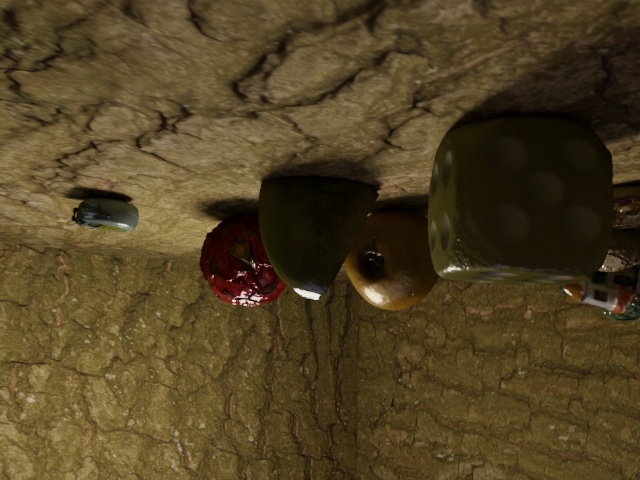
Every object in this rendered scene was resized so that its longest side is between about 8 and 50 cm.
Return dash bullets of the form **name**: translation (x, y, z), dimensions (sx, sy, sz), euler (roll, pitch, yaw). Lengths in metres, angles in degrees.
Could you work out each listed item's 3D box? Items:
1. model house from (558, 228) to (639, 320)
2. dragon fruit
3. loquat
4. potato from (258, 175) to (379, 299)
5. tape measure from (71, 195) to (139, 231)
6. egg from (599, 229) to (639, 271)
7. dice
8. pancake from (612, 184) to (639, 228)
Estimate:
- **model house**: translation (0.734, 0.059, 1.528), dimensions (0.301, 0.271, 0.190), euler (12, 173, 7)
- **dragon fruit**: translation (-0.204, 0.057, 1.588), dimensions (0.278, 0.277, 0.342), euler (3, 169, -10)
- **loquat**: translation (0.198, 0.050, 1.471), dimensions (0.275, 0.274, 0.275), euler (2, 171, 0)
- **potato**: translation (0.000, 0.000, 1.200), dimensions (0.270, 0.254, 0.112), euler (3, 172, -8)
- **tape measure**: translation (-0.505, -0.076, 1.355), dimensions (0.164, 0.084, 0.330), euler (5, 172, -32)
- **egg**: translation (0.730, 0.025, 1.392), dimensions (0.140, 0.116, 0.118), euler (-2, 150, 39)
- **dice**: translation (0.300, -0.051, 0.881), dimensions (0.227, 0.232, 0.238), euler (2, 171, 2)
- **pancake**: translation (0.730, -0.066, 1.262), dimensions (0.357, 0.065, 0.356), euler (3, 171, 0)
